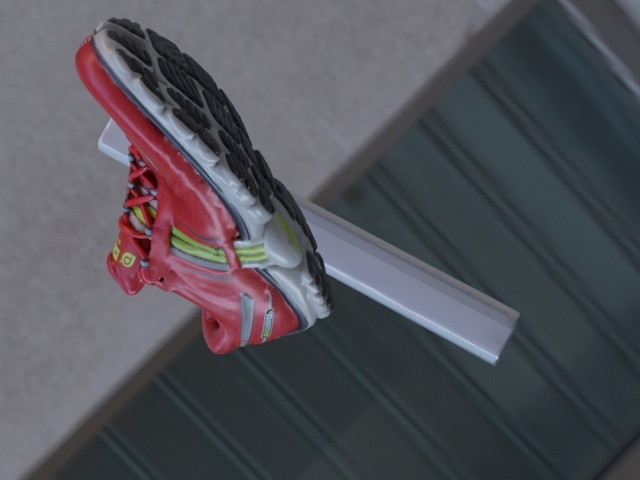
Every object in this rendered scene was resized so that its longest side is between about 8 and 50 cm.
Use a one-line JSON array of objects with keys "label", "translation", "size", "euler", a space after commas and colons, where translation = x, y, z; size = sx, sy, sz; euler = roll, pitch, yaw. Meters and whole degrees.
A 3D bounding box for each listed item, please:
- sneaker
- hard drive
[{"label": "sneaker", "translation": [-0.087, -0.016, 1.095], "size": [0.279, 0.118, 0.107], "euler": [57, -171, -43]}, {"label": "hard drive", "translation": [0.000, 0.000, 1.464], "size": [0.353, 0.047, 0.233], "euler": [29, 179, 7]}]
